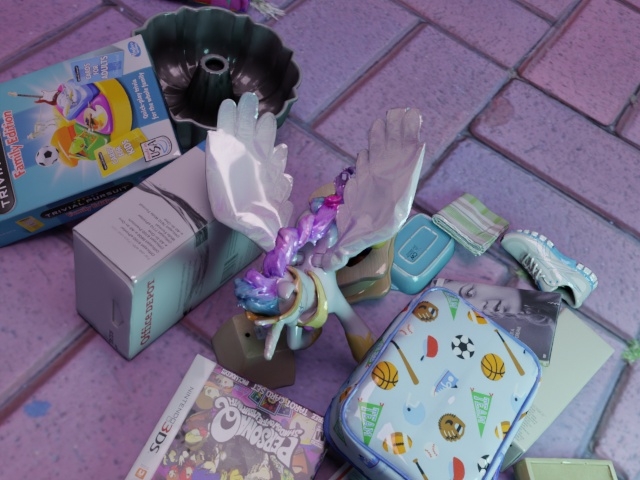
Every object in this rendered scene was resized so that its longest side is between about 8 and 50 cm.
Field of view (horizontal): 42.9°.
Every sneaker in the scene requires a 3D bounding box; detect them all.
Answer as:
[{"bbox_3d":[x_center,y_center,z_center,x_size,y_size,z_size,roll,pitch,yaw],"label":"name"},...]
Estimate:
[{"bbox_3d":[0.405,0.053,1.474,0.190,0.071,0.083,33,58,10],"label":"sneaker"}]

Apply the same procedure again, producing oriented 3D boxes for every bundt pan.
[{"bbox_3d":[-0.206,-0.287,1.526,0.330,0.124,0.331,8,53,-10],"label":"bundt pan"}]

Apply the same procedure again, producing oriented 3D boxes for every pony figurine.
[{"bbox_3d":[0.000,0.000,1.125,0.302,0.363,0.351,4,79,19],"label":"pony figurine"}]

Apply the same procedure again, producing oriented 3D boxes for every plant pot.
[{"bbox_3d":[-0.097,0.162,1.238,0.109,0.096,0.109,-10,58,-21],"label":"plant pot"}]

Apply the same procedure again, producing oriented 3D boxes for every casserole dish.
[{"bbox_3d":[0.170,0.016,1.457,0.114,0.037,0.188,37,55,14],"label":"casserole dish"}]

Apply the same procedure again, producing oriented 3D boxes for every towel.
[{"bbox_3d":[0.282,-0.036,1.509,0.113,0.023,0.152,40,38,14],"label":"towel"}]

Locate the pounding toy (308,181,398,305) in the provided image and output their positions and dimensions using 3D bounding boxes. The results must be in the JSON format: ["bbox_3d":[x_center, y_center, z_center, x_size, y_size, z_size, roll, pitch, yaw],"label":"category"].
[{"bbox_3d":[0.050,-0.038,1.373,0.154,0.155,0.270,3,58,11],"label":"pounding toy"}]

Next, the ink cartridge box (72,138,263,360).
[{"bbox_3d":[-0.217,0.003,1.243,0.129,0.223,0.307,39,54,15],"label":"ink cartridge box"}]

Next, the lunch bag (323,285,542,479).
[{"bbox_3d":[0.161,0.232,1.134,0.243,0.115,0.303,39,60,3],"label":"lunch bag"}]

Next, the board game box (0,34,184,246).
[{"bbox_3d":[-0.408,-0.165,1.323,0.336,0.079,0.254,-21,66,-4],"label":"board game box"}]

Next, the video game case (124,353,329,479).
[{"bbox_3d":[-0.121,0.300,1.131,0.232,0.042,0.210,25,66,8],"label":"video game case"}]

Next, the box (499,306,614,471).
[{"bbox_3d":[0.343,0.234,1.304,0.275,0.094,0.113,-33,68,-33],"label":"box"}]

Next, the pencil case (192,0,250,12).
[{"bbox_3d":[-0.258,-0.555,1.728,0.236,0.104,0.104,11,52,-8],"label":"pencil case"}]

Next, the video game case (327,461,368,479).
[{"bbox_3d":[0.154,0.407,1.169,0.285,0.025,0.204,42,55,17],"label":"video game case"}]

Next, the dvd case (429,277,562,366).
[{"bbox_3d":[0.274,0.130,1.341,0.221,0.018,0.164,6,39,21],"label":"dvd case"}]

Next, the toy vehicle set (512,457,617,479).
[{"bbox_3d":[0.386,0.449,1.175,0.165,0.035,0.267,9,52,-21],"label":"toy vehicle set"}]
